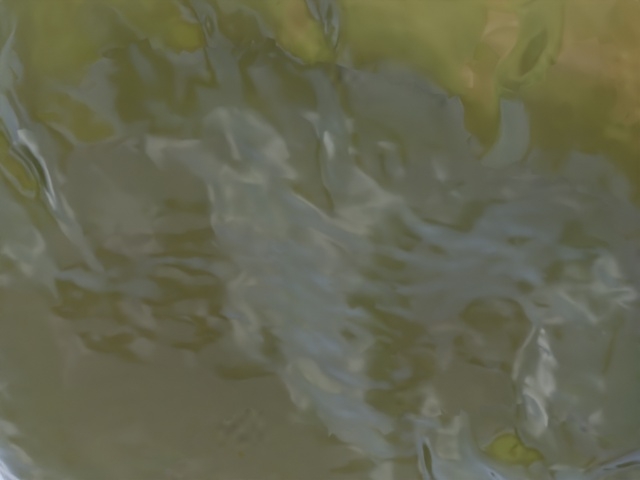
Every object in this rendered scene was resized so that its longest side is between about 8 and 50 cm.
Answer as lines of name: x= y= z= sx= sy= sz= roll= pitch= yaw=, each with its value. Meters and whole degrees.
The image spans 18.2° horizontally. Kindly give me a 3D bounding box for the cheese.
cheese: x=0.000 y=0.000 z=0.502 sx=0.214 sy=0.226 sz=0.117 roll=6 pitch=-146 yaw=4
